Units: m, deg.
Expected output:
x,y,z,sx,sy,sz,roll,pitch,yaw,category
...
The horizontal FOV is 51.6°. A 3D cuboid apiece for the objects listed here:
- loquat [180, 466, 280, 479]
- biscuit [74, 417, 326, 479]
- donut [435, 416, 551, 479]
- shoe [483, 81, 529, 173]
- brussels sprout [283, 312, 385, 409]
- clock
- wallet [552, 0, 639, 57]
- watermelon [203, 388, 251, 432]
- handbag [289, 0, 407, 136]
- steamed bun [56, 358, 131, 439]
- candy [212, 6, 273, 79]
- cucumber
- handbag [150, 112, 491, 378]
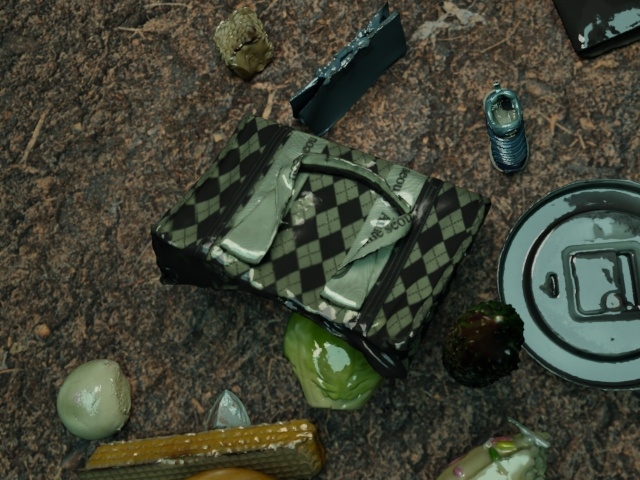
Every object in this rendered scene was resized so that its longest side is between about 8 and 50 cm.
x,y,z,sx,sy,sz,roll,pitch,yaw,category
-0.123,0.468,0.883,0.328,0.328,0.328,-2,80,11,loquat
-0.183,0.343,1.029,0.379,0.094,0.054,-10,36,10,biscuit
0.284,0.462,0.884,0.307,0.150,0.371,-42,75,2,donut
0.293,-0.176,1.039,0.064,0.071,0.143,-9,83,10,shoe
0.032,0.163,0.990,0.144,0.161,0.180,-20,73,48,brussels sprout
0.417,0.064,0.974,0.313,0.061,0.312,-2,80,11,clock
0.440,-0.492,1.077,0.197,0.051,0.377,-21,76,10,wallet
-0.153,0.280,1.051,0.085,0.061,0.085,-1,84,8,watermelon
0.045,-0.271,1.068,0.221,0.144,0.057,-43,81,0,handbag
-0.376,0.261,1.085,0.112,0.091,0.130,-12,78,11,steamed bun
-0.134,-0.344,1.151,0.095,0.085,0.110,-36,65,10,candy
0.208,0.141,0.851,0.096,0.359,0.096,-2,77,8,cucumber
0.000,0.000,0.958,0.416,0.180,0.316,20,48,14,handbag
